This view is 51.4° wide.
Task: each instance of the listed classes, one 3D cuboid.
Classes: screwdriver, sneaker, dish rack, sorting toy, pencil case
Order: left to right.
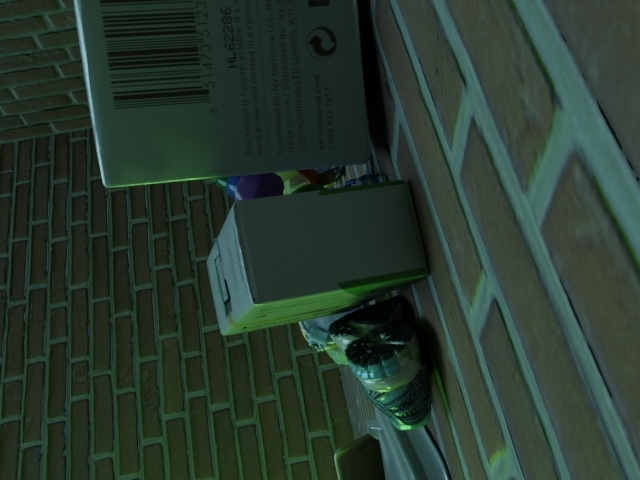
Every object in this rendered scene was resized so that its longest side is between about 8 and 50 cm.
[{"bbox_3d":[-0.053,-0.036,1.066,0.365,0.126,0.127,33,-99,-58],"label":"sorting toy"},{"bbox_3d":[0.037,0.142,1.137,0.273,0.113,0.124,57,-141,-72],"label":"pencil case"},{"bbox_3d":[0.044,-0.148,1.319,0.025,0.024,0.170,50,169,0],"label":"screwdriver"},{"bbox_3d":[0.054,-0.065,0.935,0.144,0.059,0.053,162,96,-82],"label":"sneaker"},{"bbox_3d":[0.097,0.500,1.352,0.193,0.038,0.208,-3,-97,-54],"label":"sorting toy"},{"bbox_3d":[0.081,0.160,0.871,0.283,0.110,0.122,-86,-28,-81],"label":"sneaker"},{"bbox_3d":[0.136,0.393,0.981,0.333,0.072,0.286,-122,23,-79],"label":"dish rack"}]

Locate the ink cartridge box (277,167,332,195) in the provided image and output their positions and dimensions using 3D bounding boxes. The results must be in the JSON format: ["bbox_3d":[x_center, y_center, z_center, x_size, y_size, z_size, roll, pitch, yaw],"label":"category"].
[{"bbox_3d":[-0.064,-0.152,1.718,0.060,0.180,0.104,-105,6,-57],"label":"ink cartridge box"}]

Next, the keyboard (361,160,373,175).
[{"bbox_3d":[0.074,-0.093,1.017,0.072,0.014,0.256,-90,-10,-79],"label":"keyboard"}]

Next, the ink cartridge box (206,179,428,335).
[{"bbox_3d":[-0.021,0.032,0.825,0.278,0.201,0.117,137,122,-69],"label":"ink cartridge box"}]

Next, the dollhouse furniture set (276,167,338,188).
[{"bbox_3d":[-0.060,-0.253,1.411,0.262,0.135,0.259,31,-136,-50],"label":"dollhouse furniture set"}]

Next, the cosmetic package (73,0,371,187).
[{"bbox_3d":[-0.146,-0.271,0.931,0.394,0.327,0.329,-134,38,-72],"label":"cosmetic package"}]
